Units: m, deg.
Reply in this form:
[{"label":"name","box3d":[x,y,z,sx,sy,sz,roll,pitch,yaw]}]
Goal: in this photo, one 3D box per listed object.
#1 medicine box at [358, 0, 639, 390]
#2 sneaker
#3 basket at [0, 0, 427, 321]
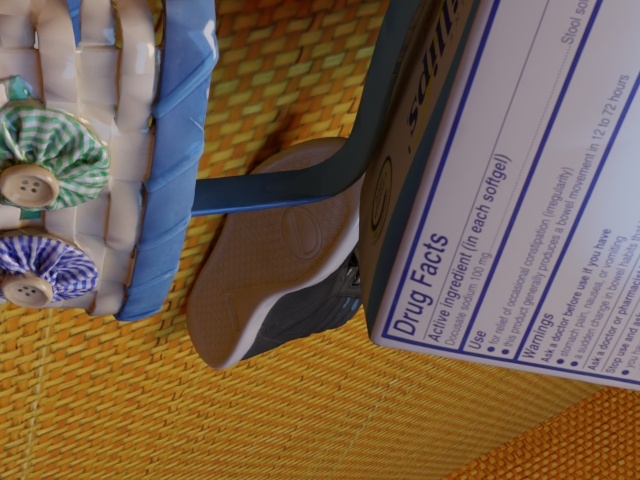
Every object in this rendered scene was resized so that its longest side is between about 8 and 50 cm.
[{"label":"medicine box","box3d":[0.189,-0.063,0.563,0.289,0.149,0.263,11,126,-6]},{"label":"sneaker","box3d":[0.000,0.000,0.907,0.147,0.104,0.295,-18,157,-39]},{"label":"basket","box3d":[-0.087,-0.081,0.496,0.289,0.201,0.254,-14,149,-21]}]
